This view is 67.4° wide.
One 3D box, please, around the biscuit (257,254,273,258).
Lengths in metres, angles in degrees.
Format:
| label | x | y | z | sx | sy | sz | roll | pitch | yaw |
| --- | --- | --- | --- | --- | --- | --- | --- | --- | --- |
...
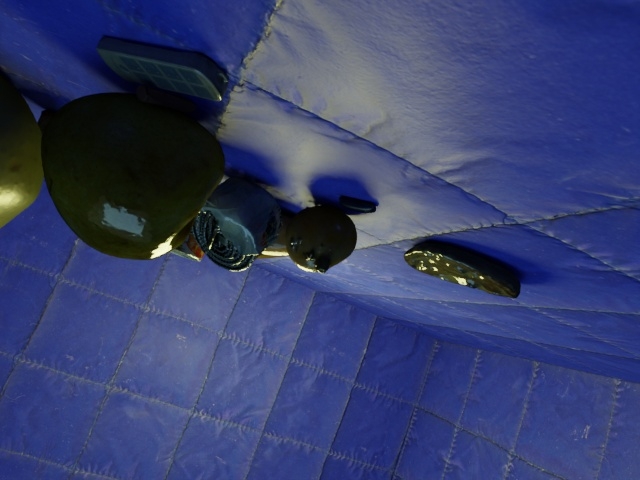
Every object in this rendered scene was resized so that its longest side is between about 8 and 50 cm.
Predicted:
| label | x | y | z | sx | sy | sz | roll | pitch | yaw |
| --- | --- | --- | --- | --- | --- | --- | --- | --- | --- |
| biscuit | -0.254 | 0.025 | 1.760 | 0.237 | 0.062 | 0.291 | 10 | -173 | 35 |

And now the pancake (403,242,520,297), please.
| label | x | y | z | sx | sy | sz | roll | pitch | yaw |
| --- | --- | --- | --- | --- | --- | --- | --- | --- | --- |
| pancake | 0.346 | 0.073 | 1.177 | 0.295 | 0.049 | 0.294 | 23 | 171 | 4 |

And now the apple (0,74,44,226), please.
| label | x | y | z | sx | sy | sz | roll | pitch | yaw |
| --- | --- | --- | --- | --- | --- | --- | --- | --- | --- |
| apple | -0.841 | -0.199 | 1.026 | 0.475 | 0.472 | 0.473 | 20 | 169 | 4 |

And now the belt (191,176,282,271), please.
| label | x | y | z | sx | sy | sz | roll | pitch | yaw |
| --- | --- | --- | --- | --- | --- | --- | --- | --- | --- |
| belt | -0.214 | -0.039 | 1.212 | 0.207 | 0.150 | 0.257 | 40 | 141 | 3 |

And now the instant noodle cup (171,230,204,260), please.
| label | x | y | z | sx | sy | sz | roll | pitch | yaw |
| --- | --- | --- | --- | --- | --- | --- | --- | --- | --- |
| instant noodle cup | -0.460 | -0.055 | 1.617 | 0.265 | 0.200 | 0.264 | 19 | 169 | 4 |

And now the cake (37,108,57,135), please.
| label | x | y | z | sx | sy | sz | roll | pitch | yaw |
| --- | --- | --- | --- | --- | --- | --- | --- | --- | --- |
| cake | -0.607 | -0.252 | 1.223 | 0.221 | 0.086 | 0.116 | 18 | 168 | 14 |

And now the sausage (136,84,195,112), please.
| label | x | y | z | sx | sy | sz | roll | pitch | yaw |
| --- | --- | --- | --- | --- | --- | --- | --- | --- | --- |
| sausage | -0.247 | -0.227 | 0.778 | 0.026 | 0.026 | 0.116 | 16 | -170 | 23 |

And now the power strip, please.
| label | x | y | z | sx | sy | sz | roll | pitch | yaw |
| --- | --- | --- | --- | --- | --- | --- | --- | --- | --- |
| power strip | -0.238 | -0.252 | 0.706 | 0.227 | 0.029 | 0.080 | 17 | 169 | 19 |

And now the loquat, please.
| label | x | y | z | sx | sy | sz | roll | pitch | yaw |
| --- | --- | --- | --- | --- | --- | --- | --- | --- | --- |
| loquat | 0.000 | 0.000 | 1.124 | 0.172 | 0.204 | 0.149 | -11 | 128 | 10 |

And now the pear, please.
| label | x | y | z | sx | sy | sz | roll | pitch | yaw |
| --- | --- | --- | --- | --- | --- | --- | --- | --- | --- |
| pear | -0.335 | -0.124 | 0.856 | 0.304 | 0.303 | 0.304 | 20 | 169 | 4 |

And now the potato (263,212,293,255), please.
| label | x | y | z | sx | sy | sz | roll | pitch | yaw |
| --- | --- | --- | --- | --- | --- | --- | --- | --- | --- |
| potato | -0.130 | -0.021 | 1.384 | 0.234 | 0.145 | 0.150 | 19 | -160 | 5 |

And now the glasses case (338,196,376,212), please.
| label | x | y | z | sx | sy | sz | roll | pitch | yaw |
| --- | --- | --- | --- | --- | --- | --- | --- | --- | --- |
| glasses case | 0.078 | -0.072 | 1.019 | 0.084 | 0.023 | 0.033 | 16 | 166 | 25 |
